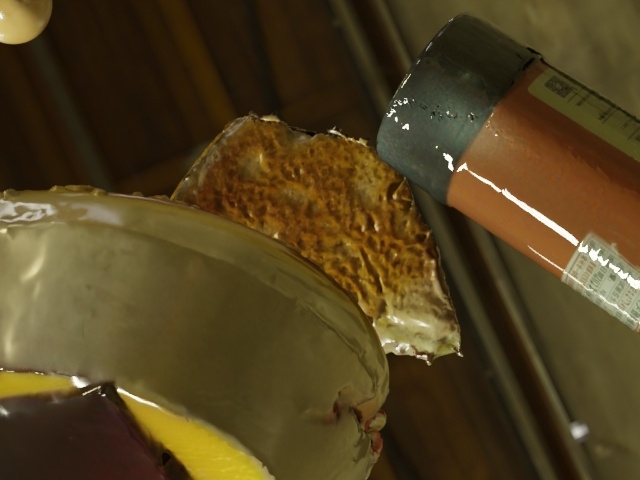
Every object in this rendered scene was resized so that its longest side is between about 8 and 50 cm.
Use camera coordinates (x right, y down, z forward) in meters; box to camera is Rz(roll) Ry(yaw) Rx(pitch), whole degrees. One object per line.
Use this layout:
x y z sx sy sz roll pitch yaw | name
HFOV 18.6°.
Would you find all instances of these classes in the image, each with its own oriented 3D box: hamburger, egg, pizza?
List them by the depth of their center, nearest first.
-0.116 0.068 0.917 0.227 0.295 0.151 69 -145 -42 | hamburger
0.000 0.000 1.303 0.069 0.226 0.147 69 -146 -70 | pizza
-0.306 -0.235 1.936 0.096 0.080 0.080 32 -147 -84 | egg

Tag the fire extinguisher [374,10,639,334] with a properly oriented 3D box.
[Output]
0.223 0.003 1.206 0.376 0.113 0.200 35 -167 16 | fire extinguisher
